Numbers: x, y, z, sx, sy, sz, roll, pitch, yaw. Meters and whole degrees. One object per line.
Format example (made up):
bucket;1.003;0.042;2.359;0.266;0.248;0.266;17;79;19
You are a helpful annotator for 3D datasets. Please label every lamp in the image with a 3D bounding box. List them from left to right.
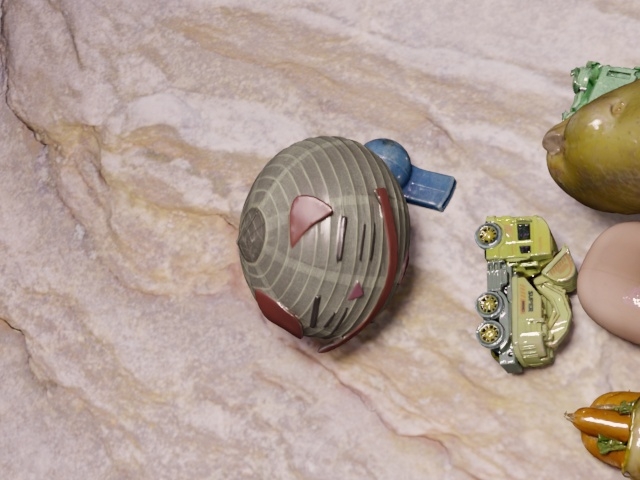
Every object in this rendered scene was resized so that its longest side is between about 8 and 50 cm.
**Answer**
lamp;0.000;0.000;1.197;0.233;0.233;0.265;20;109;33

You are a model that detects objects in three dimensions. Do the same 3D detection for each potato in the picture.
potato;0.427;-0.107;1.043;0.351;0.218;0.202;-1;91;14

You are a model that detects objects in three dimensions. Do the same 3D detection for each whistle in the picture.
whistle;0.101;-0.096;1.293;0.158;0.090;0.090;16;73;32

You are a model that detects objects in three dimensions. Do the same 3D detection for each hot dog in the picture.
hot dog;0.396;0.215;0.993;0.270;0.072;0.109;6;65;27

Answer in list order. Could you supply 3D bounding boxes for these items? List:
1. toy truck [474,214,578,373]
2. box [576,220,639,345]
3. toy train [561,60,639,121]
toy truck;0.253;0.061;1.134;0.116;0.085;0.191;-7;63;22
box;0.395;0.055;1.065;0.200;0.088;0.146;21;74;34
toy train;0.372;-0.174;1.210;0.099;0.081;0.149;13;77;31
